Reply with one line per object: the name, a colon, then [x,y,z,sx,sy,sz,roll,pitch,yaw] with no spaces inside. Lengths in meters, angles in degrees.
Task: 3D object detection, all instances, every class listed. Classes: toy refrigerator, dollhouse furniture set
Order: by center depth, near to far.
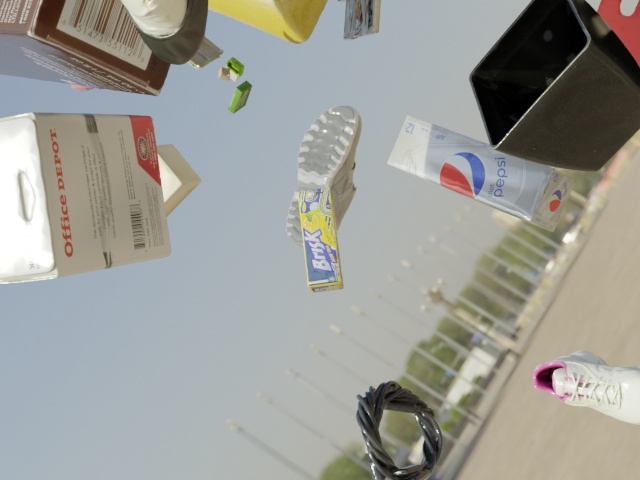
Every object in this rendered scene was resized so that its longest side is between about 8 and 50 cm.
dollhouse furniture set: [-0.195,-0.308,2.078,0.076,0.151,0.058,-44,-11,-40]
toy refrigerator: [-0.372,-0.068,2.288,0.269,0.102,0.094,-44,-9,21]

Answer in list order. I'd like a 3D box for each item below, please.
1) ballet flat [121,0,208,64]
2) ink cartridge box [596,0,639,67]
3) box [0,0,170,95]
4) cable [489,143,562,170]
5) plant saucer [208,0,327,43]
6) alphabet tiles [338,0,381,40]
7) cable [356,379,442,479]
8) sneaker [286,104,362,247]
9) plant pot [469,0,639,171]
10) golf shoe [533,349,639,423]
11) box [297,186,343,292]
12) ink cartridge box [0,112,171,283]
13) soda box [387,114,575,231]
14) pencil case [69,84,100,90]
ballet flat: [-0.156,-0.282,1.089,0.096,0.095,0.280,-45,-24,-46]
ink cartridge box: [0.512,-0.285,1.516,0.091,0.385,0.308,-16,-45,-35]
box: [-0.356,-0.279,1.343,0.191,0.381,0.143,21,-94,-47]
cable: [0.441,-0.193,2.092,0.257,0.089,0.257,-13,15,39]
plant saucer: [-0.095,-0.588,2.211,0.081,0.332,0.333,24,-87,-56]
alphabet tiles: [0.065,-0.435,1.456,0.285,0.011,0.342,-151,65,-77]
cable: [0.107,0.266,1.553,0.047,0.150,0.184,-33,-9,32]
sneaker: [0.019,-0.123,2.140,0.115,0.105,0.281,-1,-64,-51]
plant pot: [0.331,-0.202,1.488,0.188,0.167,0.187,-51,27,30]
golf shoe: [0.525,0.285,2.131,0.306,0.140,0.115,-172,81,-64]
box: [0.000,0.000,1.907,0.054,0.059,0.169,67,-165,-74]
ink cartridge box: [-0.316,-0.058,1.440,0.273,0.114,0.197,-12,-86,-68]
soda box: [0.254,-0.110,1.811,0.098,0.286,0.091,17,-83,-56]
pencil case: [-0.437,-0.373,1.729,0.386,0.160,0.167,38,-115,-61]
